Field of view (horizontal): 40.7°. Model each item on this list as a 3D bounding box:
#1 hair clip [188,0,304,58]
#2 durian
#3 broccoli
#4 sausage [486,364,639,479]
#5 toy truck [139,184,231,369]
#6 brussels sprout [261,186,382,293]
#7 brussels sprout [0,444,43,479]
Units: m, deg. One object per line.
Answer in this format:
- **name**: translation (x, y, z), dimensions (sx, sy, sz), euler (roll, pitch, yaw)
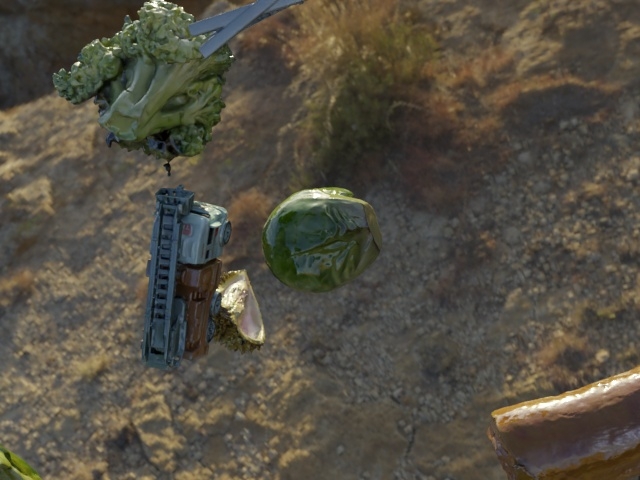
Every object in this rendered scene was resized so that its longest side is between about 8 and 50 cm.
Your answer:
- **hair clip**: translation (-0.050, -0.185, 0.698), dimensions (0.115, 0.030, 0.039), euler (-28, 4, -2)
- **durian**: translation (-0.225, 0.189, 2.099), dimensions (0.137, 0.183, 0.250), euler (-19, 25, 4)
- **broccoli**: translation (-0.316, -0.278, 1.652), dimensions (0.347, 0.293, 0.281), euler (-23, 24, 33)
- **sausage**: translation (0.299, 0.173, 0.842), dimensions (0.270, 0.109, 0.109), euler (-20, 41, -6)
- **toy truck**: translation (-0.267, 0.063, 1.634), dimensions (0.132, 0.338, 0.184), euler (11, 10, 10)
- **brussels sprout**: translation (0.000, 0.000, 1.792), dimensions (0.244, 0.244, 0.244), euler (-17, 43, 17)
- **brussels sprout**: translation (-0.574, 0.444, 1.345), dimensions (0.314, 0.371, 0.276), euler (9, 56, 39)
